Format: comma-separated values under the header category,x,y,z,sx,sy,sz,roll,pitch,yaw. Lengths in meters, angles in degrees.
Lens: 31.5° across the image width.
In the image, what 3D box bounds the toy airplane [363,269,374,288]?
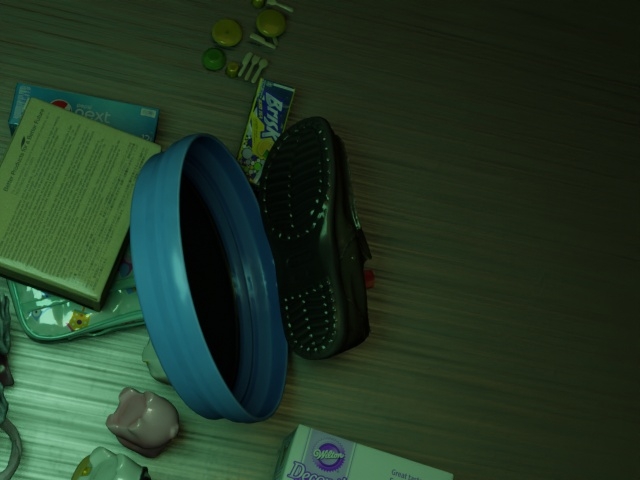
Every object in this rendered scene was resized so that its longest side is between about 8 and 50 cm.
category,x,y,z,sx,sy,sz,roll,pitch,yaw
toy airplane,0.011,0.039,1.719,0.151,0.028,0.151,2,76,-9

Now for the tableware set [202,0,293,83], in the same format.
category,x,y,z,sx,sy,sz,roll,pitch,yaw
tableware set,-0.117,-0.323,1.789,0.104,0.024,0.154,25,74,-1

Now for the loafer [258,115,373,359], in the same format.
category,x,y,z,sx,sy,sz,roll,pitch,yaw
loafer,0.000,0.000,1.662,0.130,0.134,0.365,18,64,-53

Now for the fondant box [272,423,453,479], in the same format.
category,x,y,z,sx,sy,sz,roll,pitch,yaw
fondant box,0.027,0.450,1.564,0.238,0.096,0.330,19,64,-6

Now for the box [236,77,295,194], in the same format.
category,x,y,z,sx,sy,sz,roll,pitch,yaw
box,-0.089,-0.158,1.735,0.059,0.054,0.168,16,74,-7

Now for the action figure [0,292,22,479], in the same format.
category,x,y,z,sx,sy,sz,roll,pitch,yaw
action figure,-0.598,0.173,1.524,0.370,0.248,0.275,-6,120,0

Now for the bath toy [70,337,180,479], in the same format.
category,x,y,z,sx,sy,sz,roll,pitch,yaw
bath toy,-0.244,0.273,1.564,0.129,0.151,0.348,44,64,-39

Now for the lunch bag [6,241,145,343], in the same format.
category,x,y,z,sx,sy,sz,roll,pitch,yaw
lunch bag,-0.307,0.028,1.619,0.279,0.108,0.224,-14,79,-14

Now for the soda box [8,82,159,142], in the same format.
category,x,y,z,sx,sy,sz,roll,pitch,yaw
soda box,-0.348,-0.173,1.679,0.210,0.071,0.067,11,74,-8

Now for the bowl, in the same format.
category,x,y,z,sx,sy,sz,roll,pitch,yaw
bowl,-0.143,0.054,1.516,0.077,0.391,0.391,-13,78,14

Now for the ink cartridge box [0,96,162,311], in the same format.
category,x,y,z,sx,sy,sz,roll,pitch,yaw
ink cartridge box,-0.343,-0.047,1.527,0.193,0.088,0.234,21,73,-3
